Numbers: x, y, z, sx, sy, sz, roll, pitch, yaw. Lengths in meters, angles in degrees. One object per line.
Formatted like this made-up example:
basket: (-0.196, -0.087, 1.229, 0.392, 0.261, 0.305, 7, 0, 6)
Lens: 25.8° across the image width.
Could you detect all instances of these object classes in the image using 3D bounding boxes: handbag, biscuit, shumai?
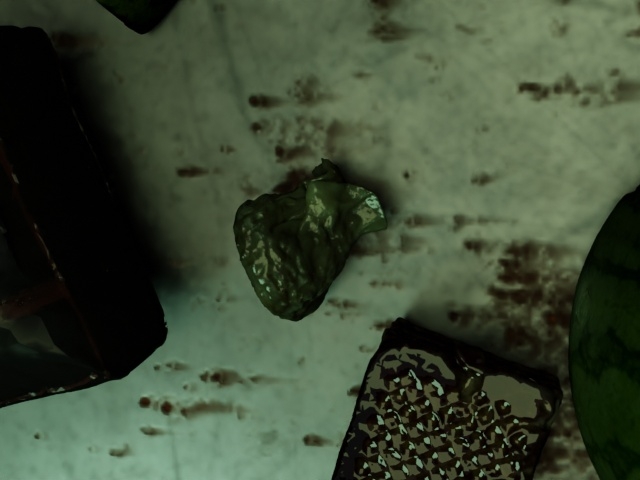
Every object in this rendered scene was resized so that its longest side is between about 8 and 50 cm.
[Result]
handbag: (-0.210, -0.001, 0.810, 0.169, 0.155, 0.215, -20, 96, 24)
biscuit: (0.033, 0.235, 0.827, 0.107, 0.073, 0.388, 20, 104, 10)
shumai: (0.000, 0.000, 0.799, 0.080, 0.082, 0.083, -19, 117, 16)

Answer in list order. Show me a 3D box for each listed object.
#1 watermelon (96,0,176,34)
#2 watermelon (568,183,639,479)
watermelon: (-0.117, -0.200, 0.808, 0.094, 0.125, 0.135, 16, 73, 42)
watermelon: (0.281, 0.085, 0.684, 0.331, 0.189, 0.330, 2, 96, 20)
